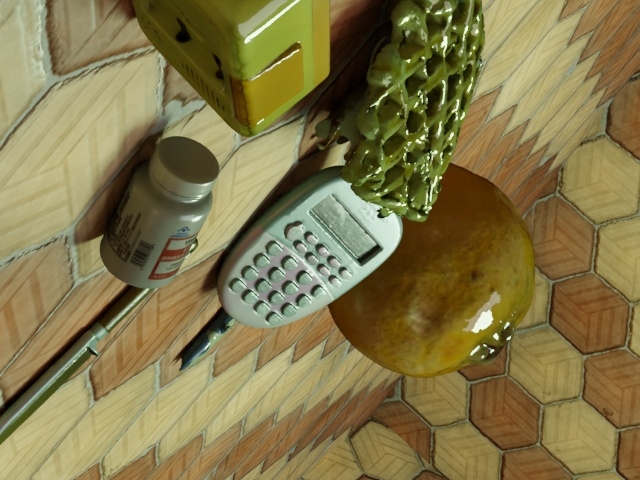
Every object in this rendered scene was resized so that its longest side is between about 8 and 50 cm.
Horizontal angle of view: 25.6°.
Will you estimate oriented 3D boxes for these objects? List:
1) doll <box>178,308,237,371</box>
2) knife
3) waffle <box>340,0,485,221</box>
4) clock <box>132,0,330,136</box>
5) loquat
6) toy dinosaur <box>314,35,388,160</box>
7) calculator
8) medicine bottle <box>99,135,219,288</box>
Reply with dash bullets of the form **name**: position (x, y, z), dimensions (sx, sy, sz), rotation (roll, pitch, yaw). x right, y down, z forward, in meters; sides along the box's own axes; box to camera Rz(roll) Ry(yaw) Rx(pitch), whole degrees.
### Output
- **doll**: position (-0.150, 0.133, 1.917), dimensions (0.125, 0.027, 0.037), rotation (-48, 175, -1)
- **knife**: position (-0.253, 0.121, 1.523), dimensions (0.343, 0.027, 0.061), rotation (-45, 172, -14)
- **waffle**: position (0.119, -0.165, 1.601), dimensions (0.317, 0.073, 0.297), rotation (22, 85, -73)
- **clock**: position (-0.065, -0.172, 0.985), dimensions (0.096, 0.143, 0.202), rotation (-43, 168, -13)
- **loquat**: position (0.159, 0.044, 2.061), dimensions (0.328, 0.328, 0.328), rotation (-45, 168, -13)
- **toy dinosaur**: position (0.061, -0.165, 1.658), dimensions (0.212, 0.057, 0.142), rotation (-51, 176, 35)
- **calculator**: position (0.000, 0.000, 1.771), dimensions (0.299, 0.041, 0.185), rotation (-40, 134, 6)
- **medicine bottle**: position (-0.147, -0.026, 1.305), dimensions (0.079, 0.079, 0.140), rotation (-34, 161, -49)
